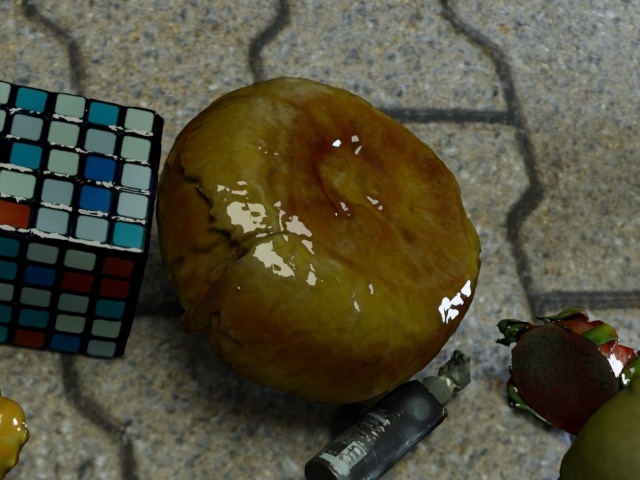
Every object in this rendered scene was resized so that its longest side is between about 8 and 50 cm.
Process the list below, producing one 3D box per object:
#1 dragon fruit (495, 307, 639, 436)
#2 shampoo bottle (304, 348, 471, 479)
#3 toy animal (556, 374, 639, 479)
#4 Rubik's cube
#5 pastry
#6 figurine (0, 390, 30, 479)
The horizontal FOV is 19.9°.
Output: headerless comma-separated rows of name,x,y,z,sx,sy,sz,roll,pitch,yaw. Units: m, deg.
dragon fruit,0.265,0.138,1.817,0.175,0.138,0.142,2,74,-40
shampoo bottle,0.072,0.176,1.752,0.057,0.063,0.208,47,54,7
toy animal,0.356,0.304,1.672,0.181,0.180,0.363,-14,63,-19
Rubik's cube,-0.255,-0.018,1.727,0.187,0.182,0.184,11,51,-8
pastry,0.000,0.000,1.761,0.356,0.164,0.356,20,46,-22
figurine,-0.363,0.128,1.611,0.246,0.131,0.156,48,14,9
